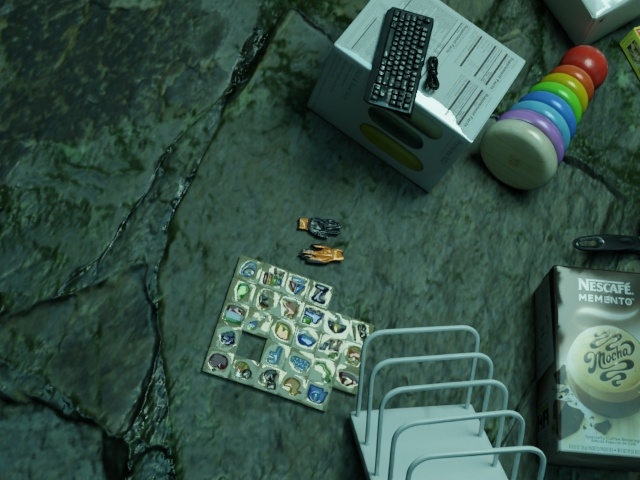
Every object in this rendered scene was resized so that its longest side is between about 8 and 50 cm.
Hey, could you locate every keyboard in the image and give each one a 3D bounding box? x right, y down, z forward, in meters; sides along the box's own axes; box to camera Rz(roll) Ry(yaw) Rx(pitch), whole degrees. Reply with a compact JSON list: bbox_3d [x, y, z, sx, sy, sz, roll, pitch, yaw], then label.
[{"bbox_3d":[0.137,-0.272,1.400,0.108,0.023,0.180,18,68,-7],"label":"keyboard"}]

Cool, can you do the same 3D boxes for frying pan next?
[{"bbox_3d":[0.607,0.026,1.609,0.326,0.053,0.197,-25,77,-21],"label":"frying pan"}]

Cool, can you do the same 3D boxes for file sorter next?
[{"bbox_3d":[0.165,0.264,1.241,0.193,0.173,0.277,-2,30,-10],"label":"file sorter"}]

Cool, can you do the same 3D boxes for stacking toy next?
[{"bbox_3d":[0.423,-0.238,1.632,0.141,0.141,0.330,41,59,4],"label":"stacking toy"}]

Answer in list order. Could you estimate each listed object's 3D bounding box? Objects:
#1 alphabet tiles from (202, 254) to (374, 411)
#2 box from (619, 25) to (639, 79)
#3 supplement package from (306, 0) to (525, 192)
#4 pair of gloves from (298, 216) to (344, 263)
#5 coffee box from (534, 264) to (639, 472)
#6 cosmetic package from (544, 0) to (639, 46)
[{"bbox_3d":[-0.040,0.147,1.409,0.237,0.009,0.198,20,64,-7],"label":"alphabet tiles"},{"bbox_3d":[0.674,-0.308,1.761,0.087,0.058,0.232,-16,73,-20],"label":"box"},{"bbox_3d":[0.154,-0.260,1.522,0.263,0.199,0.198,35,64,1],"label":"supplement package"},{"bbox_3d":[0.000,0.000,1.479,0.074,0.010,0.083,3,65,-13],"label":"pair of gloves"},{"bbox_3d":[0.435,0.201,1.439,0.168,0.119,0.297,5,66,-1],"label":"coffee box"},{"bbox_3d":[0.488,-0.579,1.744,0.197,0.155,0.365,-28,78,-3],"label":"cosmetic package"}]
